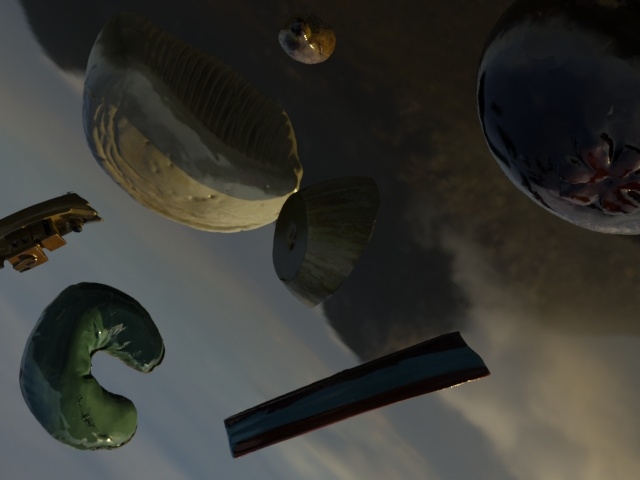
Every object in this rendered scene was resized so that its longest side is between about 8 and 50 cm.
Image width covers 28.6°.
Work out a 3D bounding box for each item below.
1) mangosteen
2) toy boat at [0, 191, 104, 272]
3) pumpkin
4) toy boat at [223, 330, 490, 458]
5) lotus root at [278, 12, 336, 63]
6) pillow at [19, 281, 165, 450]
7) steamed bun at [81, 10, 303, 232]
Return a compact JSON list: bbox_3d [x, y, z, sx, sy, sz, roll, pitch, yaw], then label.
[{"bbox_3d":[0.323,-0.176,1.320,0.307,0.347,0.307,11,139,9],"label":"mangosteen"},{"bbox_3d":[-0.388,0.000,1.663,0.064,0.206,0.072,61,-174,-59],"label":"toy boat"},{"bbox_3d":[-0.011,-0.012,1.862,0.110,0.217,0.217,22,-173,-27],"label":"pumpkin"},{"bbox_3d":[0.051,0.224,1.808,0.136,0.392,0.079,137,113,-84],"label":"toy boat"},{"bbox_3d":[-0.030,-0.374,2.328,0.108,0.094,0.190,8,-169,6],"label":"lotus root"},{"bbox_3d":[-0.310,0.173,1.725,0.086,0.233,0.214,-16,138,40],"label":"pillow"},{"bbox_3d":[-0.230,-0.161,1.995,0.383,0.236,0.247,32,-153,-29],"label":"steamed bun"}]
